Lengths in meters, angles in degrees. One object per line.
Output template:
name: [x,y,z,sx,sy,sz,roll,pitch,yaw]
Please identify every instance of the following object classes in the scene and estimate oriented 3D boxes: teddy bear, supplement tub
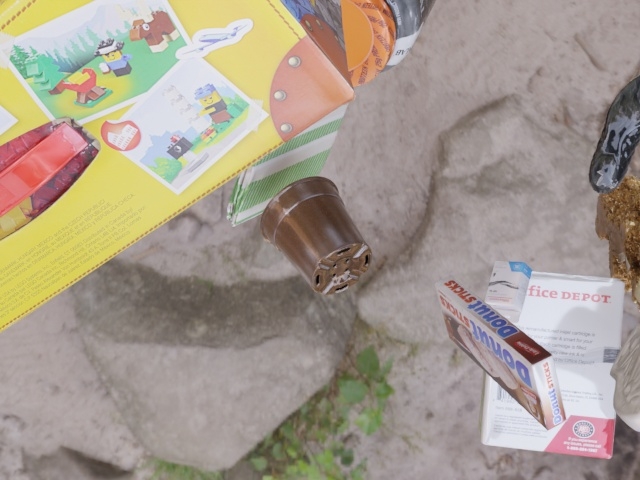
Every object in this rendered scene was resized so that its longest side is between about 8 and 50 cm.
teddy bear: [0.653,0.006,1.679,0.113,0.338,0.245,-2,104,2]
supplement tub: [0.073,-0.387,1.282,0.207,0.338,0.207,12,134,13]

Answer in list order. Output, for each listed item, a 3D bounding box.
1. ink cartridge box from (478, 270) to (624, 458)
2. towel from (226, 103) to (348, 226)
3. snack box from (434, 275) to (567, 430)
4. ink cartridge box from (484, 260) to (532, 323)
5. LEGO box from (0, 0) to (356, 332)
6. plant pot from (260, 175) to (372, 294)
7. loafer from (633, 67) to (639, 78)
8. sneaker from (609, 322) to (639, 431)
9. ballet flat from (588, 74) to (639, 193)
ink cartridge box: [0.359,0.186,1.317,0.196,0.114,0.273,5,89,7]
towel: [-0.058,-0.181,1.604,0.038,0.247,0.325,46,140,22]
snack box: [0.150,0.090,0.716,0.022,0.178,0.064,-22,113,-10]
ink cartridge box: [0.264,0.072,1.184,0.048,0.083,0.028,1,155,42]
LEGO box: [-0.232,-0.146,0.727,0.500,0.373,0.193,-31,124,21]
plant pot: [0.000,0.000,1.509,0.166,0.165,0.167,-22,143,-18]
loafer: [0.517,-0.345,1.194,0.084,0.096,0.268,14,98,24]
sneaker: [0.483,0.203,1.001,0.236,0.323,0.130,31,98,12]
ballet flat: [0.404,-0.144,1.120,0.057,0.049,0.173,26,94,18]
